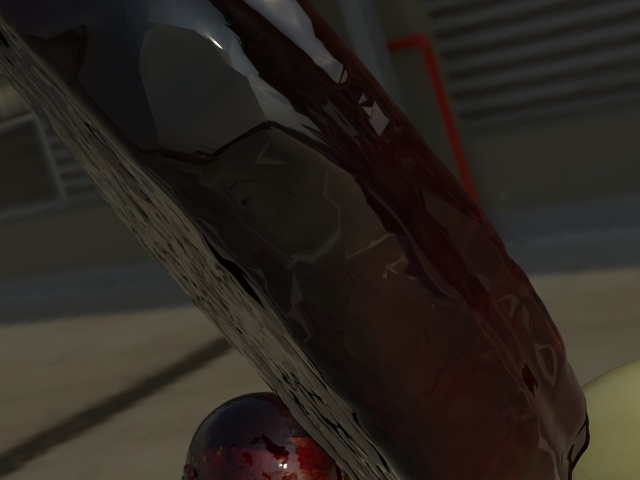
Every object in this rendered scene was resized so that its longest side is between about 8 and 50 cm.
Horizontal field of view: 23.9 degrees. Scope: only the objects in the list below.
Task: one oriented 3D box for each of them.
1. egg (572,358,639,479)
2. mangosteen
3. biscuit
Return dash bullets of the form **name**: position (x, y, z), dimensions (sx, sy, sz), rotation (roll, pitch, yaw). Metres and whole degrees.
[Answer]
- **egg**: position (0.264, 0.182, 1.158), dimensions (0.242, 0.186, 0.186), rotation (-20, 9, 20)
- **mangosteen**: position (-0.030, 0.279, 1.749), dimensions (0.258, 0.215, 0.215), rotation (-1, 5, -18)
- **biscuit**: position (-0.043, -0.036, 0.629), dimensions (0.091, 0.407, 0.407), rotation (-41, 13, -6)
